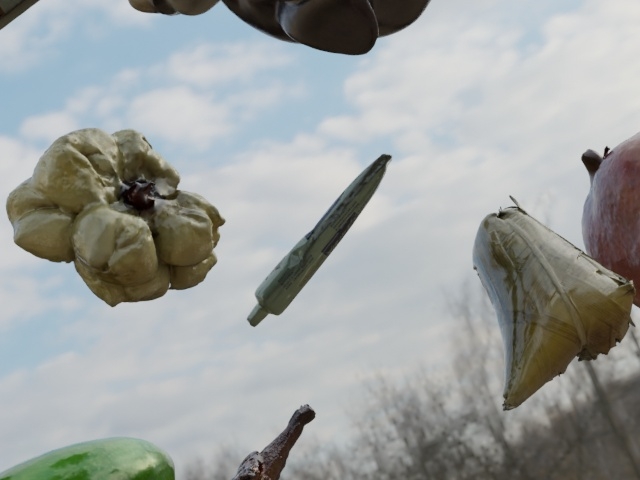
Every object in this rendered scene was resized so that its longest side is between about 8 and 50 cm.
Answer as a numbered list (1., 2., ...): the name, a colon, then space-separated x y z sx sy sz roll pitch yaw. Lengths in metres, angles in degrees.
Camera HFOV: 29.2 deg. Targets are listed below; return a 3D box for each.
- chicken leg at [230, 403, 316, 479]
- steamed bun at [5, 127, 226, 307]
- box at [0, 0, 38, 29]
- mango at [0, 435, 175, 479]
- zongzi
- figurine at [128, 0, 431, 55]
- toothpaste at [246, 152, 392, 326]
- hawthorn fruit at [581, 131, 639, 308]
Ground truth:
1. chicken leg: -0.076 0.290 1.551 0.205 0.053 0.093 -53 -7 -45
2. steamed bun: -0.192 -0.032 1.145 0.192 0.177 0.106 -16 -39 -46
3. box: -0.373 -0.327 1.452 0.177 0.115 0.036 -32 -2 18
4. mango: -0.315 0.346 1.333 0.382 0.201 0.225 -32 -45 -27
5. zongzi: 0.207 0.070 1.299 0.197 0.194 0.099 -35 -33 -22
6. figurine: -0.058 -0.205 0.774 0.365 0.218 0.206 -27 -36 -44
7. toothpaste: 0.000 0.000 1.298 0.233 0.038 0.060 -50 -8 4
8. hawthorn fruit: 0.476 -0.018 1.534 0.295 0.295 0.311 -5 -4 -43
